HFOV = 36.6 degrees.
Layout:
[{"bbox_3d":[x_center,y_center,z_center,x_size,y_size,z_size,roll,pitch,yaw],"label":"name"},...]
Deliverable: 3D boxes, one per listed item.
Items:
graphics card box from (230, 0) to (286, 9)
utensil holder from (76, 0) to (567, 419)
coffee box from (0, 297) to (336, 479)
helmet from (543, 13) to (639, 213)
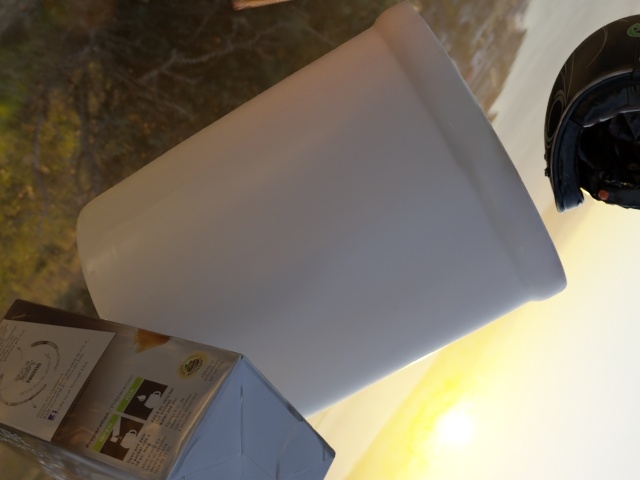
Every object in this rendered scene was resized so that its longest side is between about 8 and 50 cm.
[{"bbox_3d":[-0.039,-0.290,0.587,0.094,0.233,0.371,-10,-175,-4],"label":"graphics card box"},{"bbox_3d":[0.000,0.000,0.985,0.385,0.328,0.327,-30,170,7],"label":"utensil holder"},{"bbox_3d":[-0.133,0.133,0.695,0.098,0.246,0.141,-60,137,-25],"label":"coffee box"},{"bbox_3d":[0.250,-0.088,0.739,0.169,0.169,0.161,-62,172,33],"label":"helmet"}]
